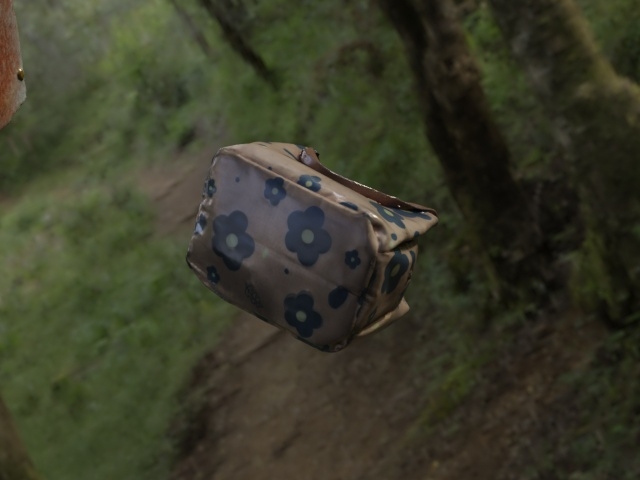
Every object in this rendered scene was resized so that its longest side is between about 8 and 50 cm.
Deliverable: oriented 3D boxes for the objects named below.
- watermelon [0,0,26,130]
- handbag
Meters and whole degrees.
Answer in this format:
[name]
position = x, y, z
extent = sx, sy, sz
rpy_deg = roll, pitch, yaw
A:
[watermelon]
position = -0.436, -0.206, 1.686
extent = 0.262, 0.201, 0.213
rpy_deg = -38, 13, 32
[handbag]
position = 0.000, 0.000, 1.673
extent = 0.251, 0.190, 0.193
rpy_deg = 27, 24, 26
